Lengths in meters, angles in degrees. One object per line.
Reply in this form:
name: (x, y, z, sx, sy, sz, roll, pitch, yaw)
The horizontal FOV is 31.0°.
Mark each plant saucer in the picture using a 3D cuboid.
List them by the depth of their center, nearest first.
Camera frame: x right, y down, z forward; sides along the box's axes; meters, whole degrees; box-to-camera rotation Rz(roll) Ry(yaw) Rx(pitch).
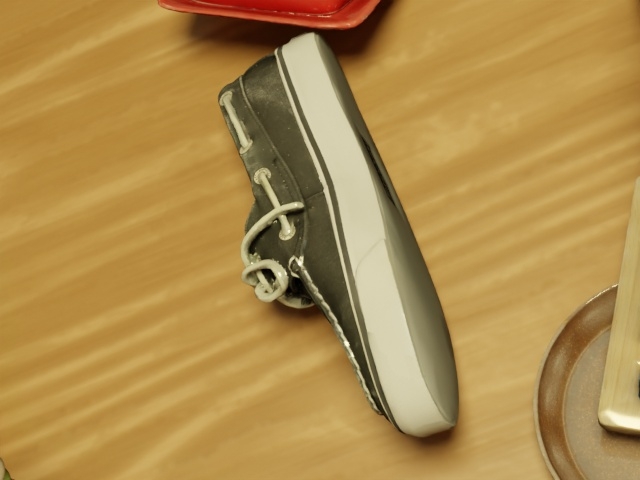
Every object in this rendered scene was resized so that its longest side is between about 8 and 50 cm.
plant saucer: (0.211, 0.100, 0.679, 0.168, 0.029, 0.168, -6, 67, 14)

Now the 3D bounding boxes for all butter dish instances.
butter dish: (-0.024, -0.230, 0.817, 0.160, 0.118, 0.160, 10, 40, 20)

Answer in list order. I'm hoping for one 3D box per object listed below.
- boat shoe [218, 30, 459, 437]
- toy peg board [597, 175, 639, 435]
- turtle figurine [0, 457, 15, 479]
boat shoe: (-0.002, -0.002, 0.739, 0.105, 0.113, 0.306, -26, 60, 11)
toy peg board: (0.246, 0.031, 0.638, 0.160, 0.079, 0.161, 8, 68, 18)
turtle figurine: (-0.277, 0.154, 0.683, 0.274, 0.198, 0.266, -2, 37, -29)
